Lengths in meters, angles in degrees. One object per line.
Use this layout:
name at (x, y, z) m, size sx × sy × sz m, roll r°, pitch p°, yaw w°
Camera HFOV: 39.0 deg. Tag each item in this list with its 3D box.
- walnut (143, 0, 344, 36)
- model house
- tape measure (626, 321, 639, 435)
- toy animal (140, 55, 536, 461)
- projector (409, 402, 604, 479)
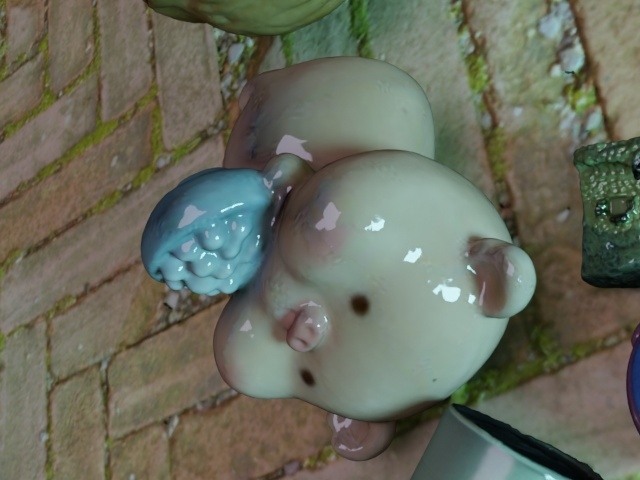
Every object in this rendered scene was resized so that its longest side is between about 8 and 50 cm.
walnut at (-0.055, -0.320, 0.726) m, size 0.313 × 0.277 × 0.252 m, roll -59°, pitch 12°, yaw -2°
model house at (0.196, -0.016, 0.552) m, size 0.078 × 0.066 × 0.083 m, roll -4°, pitch 73°, yaw 38°
tape measure at (0.231, 0.079, 0.488) m, size 0.125 × 0.074 × 0.118 m, roll -11°, pitch 62°, yaw 29°
toy animal at (0.017, -0.001, 0.617) m, size 0.210 × 0.229 × 0.221 m, roll -62°, pitch 0°, yaw 38°
projector at (0.049, 0.268, 0.539) m, size 0.108 × 0.108 × 0.338 m, roll 28°, pitch 92°, yaw 40°
